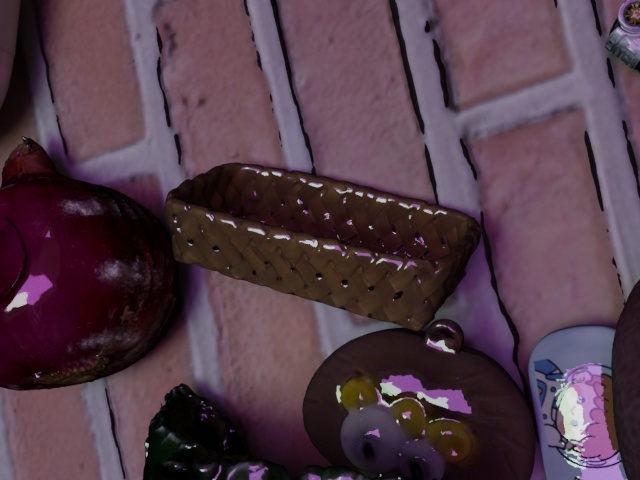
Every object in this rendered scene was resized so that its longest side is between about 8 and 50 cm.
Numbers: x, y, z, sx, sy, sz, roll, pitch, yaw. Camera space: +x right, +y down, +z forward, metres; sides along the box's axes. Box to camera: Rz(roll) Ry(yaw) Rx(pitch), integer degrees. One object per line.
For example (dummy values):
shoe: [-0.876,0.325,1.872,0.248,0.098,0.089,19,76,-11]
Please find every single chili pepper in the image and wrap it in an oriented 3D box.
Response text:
chili pepper: [-0.037,0.168,0.476,0.264,0.116,0.148,-11,102,55]

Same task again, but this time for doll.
doll: [0.061,0.141,0.516,0.145,0.096,0.188,-5,97,27]

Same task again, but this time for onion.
onion: [-0.205,0.009,0.592,0.173,0.135,0.198,-32,76,13]

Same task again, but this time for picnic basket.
picnic basket: [0.000,0.000,0.536,0.193,0.110,0.054,16,116,20]

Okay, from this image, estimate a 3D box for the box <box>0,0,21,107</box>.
box: [-0.364,-0.243,0.656,0.289,0.141,0.349,6,90,19]

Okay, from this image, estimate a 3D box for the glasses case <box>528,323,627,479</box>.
glasses case: [0.170,0.139,0.498,0.067,0.045,0.178,-11,84,18]

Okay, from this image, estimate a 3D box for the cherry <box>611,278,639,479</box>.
cherry: [0.234,0.082,0.422,0.176,0.140,0.176,1,78,-7]

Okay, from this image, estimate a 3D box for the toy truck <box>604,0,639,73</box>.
toy truck: [0.230,-0.143,0.483,0.123,0.052,0.063,-43,81,12]
